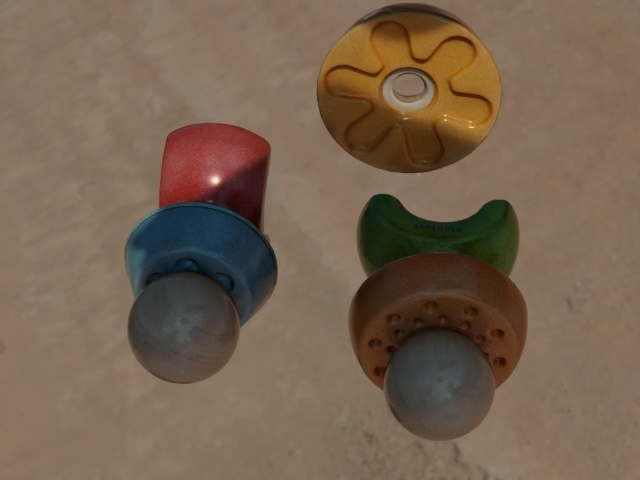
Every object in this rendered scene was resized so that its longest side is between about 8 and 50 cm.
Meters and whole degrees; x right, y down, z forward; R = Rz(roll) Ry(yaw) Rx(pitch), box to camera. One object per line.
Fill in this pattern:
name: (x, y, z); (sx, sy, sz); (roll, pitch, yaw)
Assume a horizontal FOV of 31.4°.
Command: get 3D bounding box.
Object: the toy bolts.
toy bolts: (0.000, 0.000, 0.621); (0.228, 0.218, 0.158); (0, 38, 6)
